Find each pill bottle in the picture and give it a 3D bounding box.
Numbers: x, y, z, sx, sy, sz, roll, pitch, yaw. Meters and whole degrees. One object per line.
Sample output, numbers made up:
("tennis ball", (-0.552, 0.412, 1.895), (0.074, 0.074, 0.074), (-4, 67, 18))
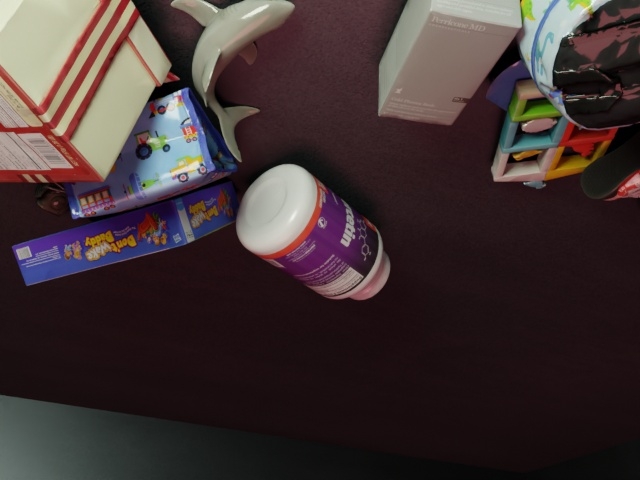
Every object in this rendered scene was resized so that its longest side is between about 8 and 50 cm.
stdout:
("pill bottle", (0.000, 0.000, 1.279), (0.181, 0.181, 0.323), (-23, 141, 31))

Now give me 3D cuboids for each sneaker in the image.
("sneaker", (0.591, -0.150, 1.106), (0.145, 0.090, 0.270), (-4, 158, -38))
("sneaker", (-0.425, -0.120, 1.143), (0.227, 0.130, 0.087), (-27, 140, 32))

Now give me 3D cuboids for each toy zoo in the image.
("toy zoo", (0.403, -0.177, 1.113), (0.192, 0.030, 0.293), (-8, 153, 2))

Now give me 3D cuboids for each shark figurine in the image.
("shark figurine", (-0.154, -0.242, 0.971), (0.166, 0.116, 0.278), (11, 144, -14))

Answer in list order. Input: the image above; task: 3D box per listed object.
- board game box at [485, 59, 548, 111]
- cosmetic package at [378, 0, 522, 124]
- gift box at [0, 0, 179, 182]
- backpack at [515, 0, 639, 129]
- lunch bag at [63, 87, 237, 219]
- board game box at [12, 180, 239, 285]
("board game box", (0.343, -0.252, 1.026), (0.168, 0.033, 0.133), (17, 144, -38))
("cosmetic package", (0.169, -0.268, 0.907), (0.127, 0.107, 0.238), (6, 160, -8))
("gift box", (-0.347, -0.233, 0.841), (0.276, 0.258, 0.255), (4, 148, 19))
("backpack", (0.426, -0.285, 0.803), (0.355, 0.273, 0.290), (-34, 141, 6))
("lunch bag", (-0.264, -0.115, 1.081), (0.221, 0.138, 0.293), (-19, 175, 2))
("board game box", (-0.352, -0.017, 1.222), (0.347, 0.078, 0.233), (-14, -172, 20))
